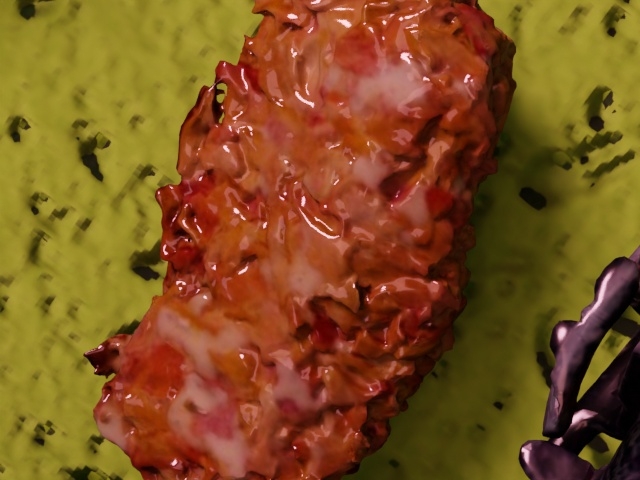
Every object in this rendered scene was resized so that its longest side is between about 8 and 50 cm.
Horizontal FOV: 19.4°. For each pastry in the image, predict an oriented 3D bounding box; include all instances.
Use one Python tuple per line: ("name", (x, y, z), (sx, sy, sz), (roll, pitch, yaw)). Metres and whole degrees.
("pastry", (0.002, 0.001, 0.513), (0.087, 0.063, 0.169), (31, 109, 17))

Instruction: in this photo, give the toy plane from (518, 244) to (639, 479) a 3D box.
("toy plane", (0.168, 0.010, 0.398), (0.155, 0.106, 0.381), (38, 74, 15))
